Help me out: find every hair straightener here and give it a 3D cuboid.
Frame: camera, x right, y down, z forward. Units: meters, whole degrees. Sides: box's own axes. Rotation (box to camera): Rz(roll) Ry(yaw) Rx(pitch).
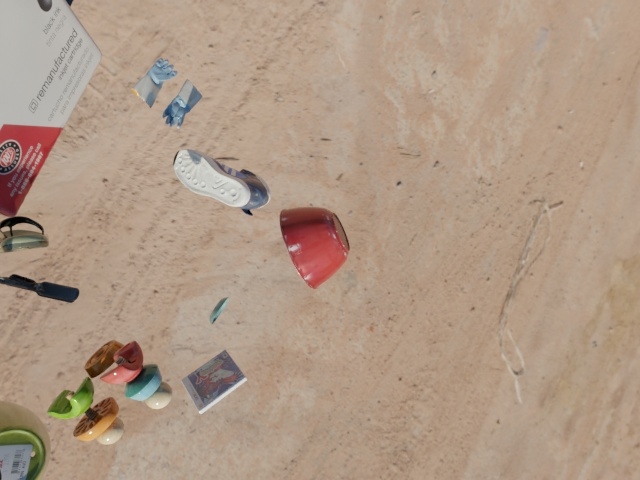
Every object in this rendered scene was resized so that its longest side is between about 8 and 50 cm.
[{"bbox_3d":[-0.792,0.118,1.162,0.230,0.089,0.047,29,57,-32],"label":"hair straightener"}]

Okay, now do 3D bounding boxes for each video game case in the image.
[{"bbox_3d":[-0.408,0.532,1.600,0.201,0.183,0.023,-33,131,-22],"label":"video game case"}]

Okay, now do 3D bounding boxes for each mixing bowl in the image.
[{"bbox_3d":[0.000,0.000,0.876,0.098,0.181,0.181,-22,113,12],"label":"mixing bowl"}]

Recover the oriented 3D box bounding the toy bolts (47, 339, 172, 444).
[{"bbox_3d":[-0.450,0.336,0.968,0.228,0.218,0.158,-29,112,17],"label":"toy bolts"}]

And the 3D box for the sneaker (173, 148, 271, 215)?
[{"bbox_3d":[-0.325,-0.206,1.463,0.130,0.323,0.236,-64,163,13],"label":"sneaker"}]

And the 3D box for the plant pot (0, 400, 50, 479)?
[{"bbox_3d":[-0.736,0.496,0.943,0.275,0.293,0.275,24,55,-39],"label":"plant pot"}]

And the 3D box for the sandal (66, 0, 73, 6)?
[{"bbox_3d":[-0.405,-0.429,0.662,0.054,0.097,0.254,26,88,-41],"label":"sandal"}]

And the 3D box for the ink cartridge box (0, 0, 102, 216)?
[{"bbox_3d":[-0.305,-0.162,0.287,0.114,0.273,0.197,15,74,6],"label":"ink cartridge box"}]

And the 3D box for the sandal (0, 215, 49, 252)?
[{"bbox_3d":[-0.754,-0.020,1.058,0.120,0.303,0.086,-17,102,-41],"label":"sandal"}]

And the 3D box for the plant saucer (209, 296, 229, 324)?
[{"bbox_3d":[-0.379,0.256,1.550,0.021,0.119,0.119,32,82,0],"label":"plant saucer"}]

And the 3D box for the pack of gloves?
[{"bbox_3d":[-0.546,-0.518,1.489,0.195,0.046,0.232,50,43,-36],"label":"pack of gloves"}]
